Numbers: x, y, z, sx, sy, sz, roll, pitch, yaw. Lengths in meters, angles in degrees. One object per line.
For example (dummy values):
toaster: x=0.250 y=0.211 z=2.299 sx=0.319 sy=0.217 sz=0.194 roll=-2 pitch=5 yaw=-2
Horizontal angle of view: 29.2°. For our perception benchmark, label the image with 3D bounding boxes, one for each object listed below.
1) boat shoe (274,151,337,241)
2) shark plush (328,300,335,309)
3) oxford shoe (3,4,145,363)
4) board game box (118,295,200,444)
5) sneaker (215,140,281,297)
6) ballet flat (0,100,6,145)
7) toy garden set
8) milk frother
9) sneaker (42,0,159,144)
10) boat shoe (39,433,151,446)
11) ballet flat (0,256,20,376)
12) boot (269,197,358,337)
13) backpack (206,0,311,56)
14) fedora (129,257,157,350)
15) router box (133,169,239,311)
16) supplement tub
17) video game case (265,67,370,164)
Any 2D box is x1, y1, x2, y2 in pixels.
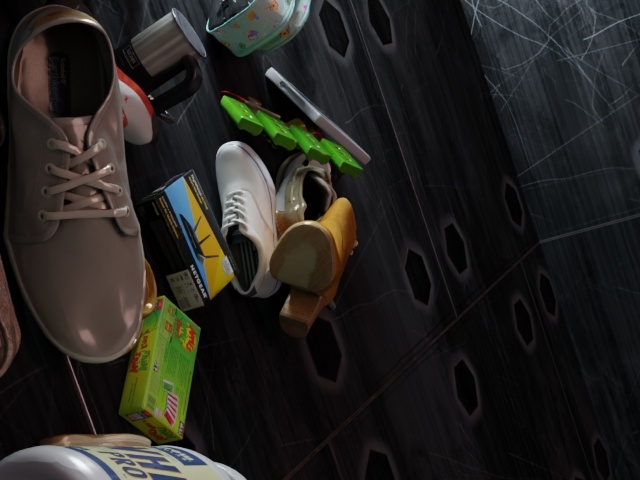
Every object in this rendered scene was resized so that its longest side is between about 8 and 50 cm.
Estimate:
boat shoe: x=-0.024 y=-0.076 z=2.165 sx=0.113 sy=0.103 sz=0.302 roll=62 pitch=28 yaw=-22
shark plush: x=-0.016 y=0.083 z=2.183 sx=0.161 sy=0.073 sz=0.067 roll=66 pitch=39 yaw=-64
oxford shoe: x=-0.302 y=-0.071 z=1.500 sx=0.169 sy=0.130 sz=0.450 roll=-6 pitch=90 yaw=-22
board game box: x=-0.221 y=0.178 z=1.703 sx=0.092 sy=0.043 sz=0.181 roll=48 pitch=36 yaw=-42
sneaker: x=-0.119 y=-0.033 z=1.966 sx=0.091 sy=0.094 sz=0.258 roll=-11 pitch=86 yaw=-68
ballet flat: x=-0.451 y=-0.190 z=1.388 sx=0.280 sy=0.095 sz=0.096 roll=40 pitch=10 yaw=-48
toy garden set: x=-0.071 y=-0.181 z=2.101 sx=0.244 sy=0.049 sz=0.204 roll=21 pitch=16 yaw=-29
milk frother: x=-0.228 y=-0.250 z=1.820 sx=0.129 sy=0.134 sz=0.143 roll=59 pitch=10 yaw=2
sneaker: x=-0.326 y=-0.189 z=1.674 sx=0.145 sy=0.090 sz=0.270 roll=-64 pitch=145 yaw=-31
boat shoe: x=-0.277 y=0.272 z=1.525 sx=0.170 sy=0.063 sz=0.059 roll=11 pitch=68 yaw=-51
ballet flat: x=-0.412 y=0.005 z=1.393 sx=0.106 sy=0.107 sz=0.316 roll=-25 pitch=104 yaw=-82
boot: x=0.001 y=0.001 z=1.968 sx=0.295 sy=0.104 sz=0.211 roll=99 pitch=13 yaw=-53
backpack: x=-0.107 y=-0.404 z=2.124 sx=0.144 sy=0.165 sz=0.188 roll=48 pitch=38 yaw=-25
fedora: x=-0.275 y=0.060 z=1.625 sx=0.194 sy=0.079 sz=0.194 roll=40 pitch=42 yaw=-47
router box: x=-0.199 y=-0.001 z=1.845 sx=0.179 sy=0.046 sz=0.133 roll=67 pitch=27 yaw=-13
supplement tub: x=-0.222 y=0.350 z=1.385 sx=0.325 sy=0.235 sz=0.236 roll=16 pitch=61 yaw=-60
video game case: x=-0.004 y=-0.229 z=2.282 sx=0.173 sy=0.022 sz=0.190 roll=48 pitch=8 yaw=38
